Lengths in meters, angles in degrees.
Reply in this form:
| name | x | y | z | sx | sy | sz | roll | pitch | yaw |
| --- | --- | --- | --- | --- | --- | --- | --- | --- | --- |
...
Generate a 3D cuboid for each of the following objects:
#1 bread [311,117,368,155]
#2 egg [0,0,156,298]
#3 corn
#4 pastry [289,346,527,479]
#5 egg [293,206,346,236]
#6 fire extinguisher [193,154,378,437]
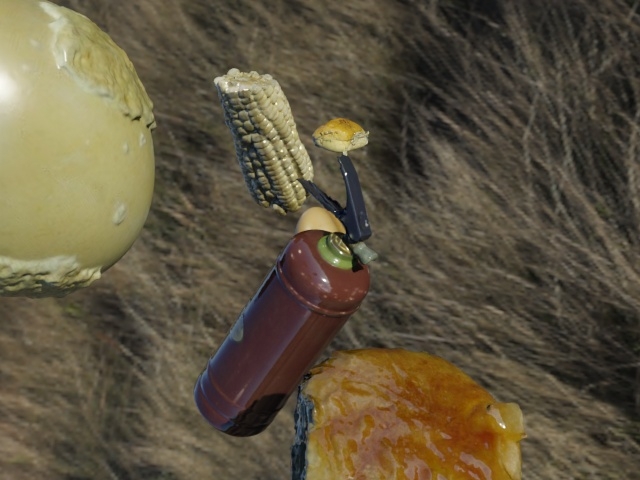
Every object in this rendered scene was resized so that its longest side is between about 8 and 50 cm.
| name | x | y | z | sx | sy | sz | roll | pitch | yaw |
| --- | --- | --- | --- | --- | --- | --- | --- | --- | --- |
| bread | 0.034 | -0.184 | 1.816 | 0.072 | 0.106 | 0.053 | 17 | 109 | 24 |
| egg | -0.173 | -0.054 | 0.593 | 0.164 | 0.201 | 0.164 | -8 | 54 | 12 |
| corn | -0.062 | -0.122 | 1.206 | 0.087 | 0.087 | 0.211 | -112 | 5 | -45 |
| pastry | 0.064 | 0.185 | 0.921 | 0.229 | 0.218 | 0.100 | 45 | 143 | 29 |
| egg | 0.000 | 0.000 | 1.484 | 0.080 | 0.080 | 0.096 | 0 | 102 | 60 |
| fire extinguisher | -0.034 | 0.060 | 1.108 | 0.138 | 0.102 | 0.344 | 49 | 127 | 22 |
